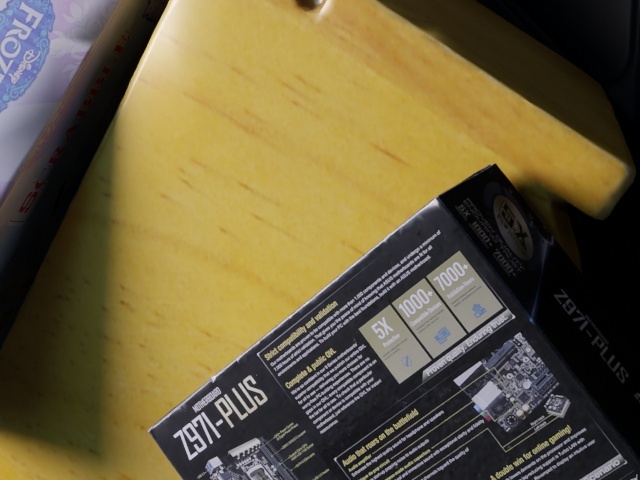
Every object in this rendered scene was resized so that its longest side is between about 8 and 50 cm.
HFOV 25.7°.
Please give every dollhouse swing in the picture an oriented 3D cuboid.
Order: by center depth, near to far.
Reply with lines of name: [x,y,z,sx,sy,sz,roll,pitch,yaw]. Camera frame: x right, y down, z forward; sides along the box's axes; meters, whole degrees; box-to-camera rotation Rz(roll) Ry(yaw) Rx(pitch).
dollhouse swing: [0.000,0.000,0.810,0.315,0.305,0.347,35,113,13]

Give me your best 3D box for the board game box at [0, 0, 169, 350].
board game box: [-0.153,-0.059,0.818,0.319,0.066,0.318,-59,-2,2]

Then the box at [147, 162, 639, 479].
box: [0.042,0.082,0.598,0.180,0.077,0.147,-40,84,27]
